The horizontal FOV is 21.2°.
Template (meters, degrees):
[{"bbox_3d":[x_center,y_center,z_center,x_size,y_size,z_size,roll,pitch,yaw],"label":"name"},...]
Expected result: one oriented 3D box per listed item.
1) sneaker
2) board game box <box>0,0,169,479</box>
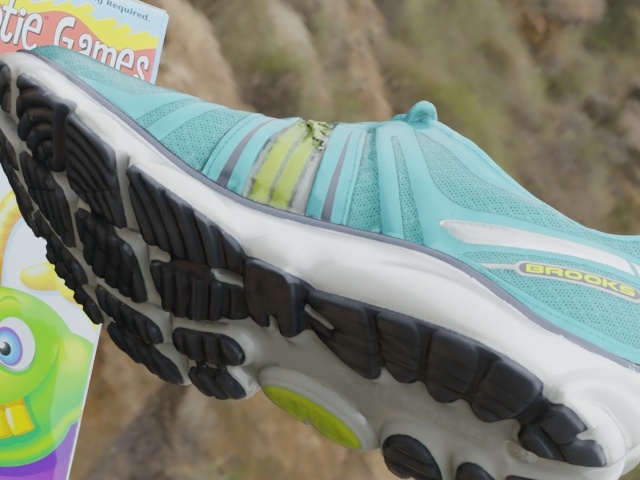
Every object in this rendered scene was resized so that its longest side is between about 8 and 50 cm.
[{"bbox_3d":[0.000,0.000,0.589,0.275,0.110,0.107,26,-40,23],"label":"sneaker"},{"bbox_3d":[-0.177,0.023,0.735,0.142,0.144,0.275,19,63,-20],"label":"board game box"}]
